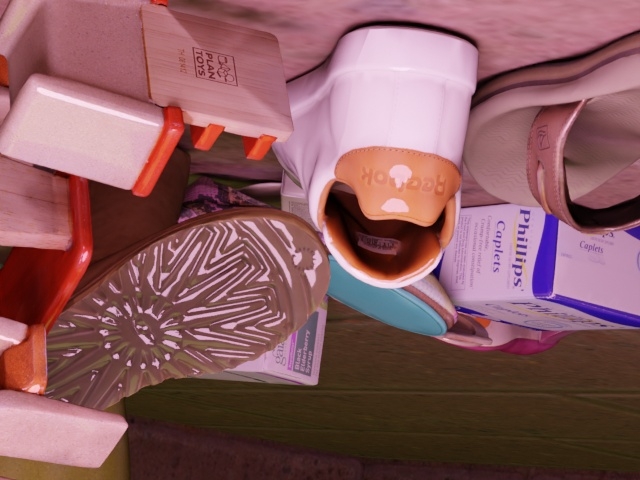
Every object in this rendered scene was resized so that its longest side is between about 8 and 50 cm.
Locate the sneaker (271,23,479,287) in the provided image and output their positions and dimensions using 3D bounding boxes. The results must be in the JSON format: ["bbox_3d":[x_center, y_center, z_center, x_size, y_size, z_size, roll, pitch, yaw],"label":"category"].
[{"bbox_3d":[0.020,-0.030,1.100,0.105,0.123,0.290,6,171,-4],"label":"sneaker"}]

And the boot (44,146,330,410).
[{"bbox_3d":[-0.106,-0.003,1.225,0.236,0.089,0.269,-22,-158,10],"label":"boot"}]

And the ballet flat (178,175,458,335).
[{"bbox_3d":[0.000,0.000,1.398,0.221,0.079,0.077,17,151,6],"label":"ballet flat"}]

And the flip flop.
[{"bbox_3d":[0.156,-0.046,1.023,0.112,0.080,0.277,11,169,-22],"label":"flip flop"}]

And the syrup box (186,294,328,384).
[{"bbox_3d":[-0.115,0.089,1.953,0.236,0.093,0.096,0,167,35],"label":"syrup box"}]

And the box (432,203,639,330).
[{"bbox_3d":[0.166,0.021,1.424,0.126,0.072,0.137,14,167,-38],"label":"box"}]

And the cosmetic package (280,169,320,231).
[{"bbox_3d":[0.004,-0.036,1.307,0.060,0.041,0.115,7,170,-1],"label":"cosmetic package"}]

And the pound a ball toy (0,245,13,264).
[{"bbox_3d":[-0.290,0.002,1.462,0.319,0.136,0.208,7,171,-7],"label":"pound a ball toy"}]

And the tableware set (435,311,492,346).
[{"bbox_3d":[0.060,0.031,1.498,0.141,0.020,0.169,16,-159,-9],"label":"tableware set"}]

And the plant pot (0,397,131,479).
[{"bbox_3d":[-0.318,0.184,2.058,0.274,0.294,0.275,7,171,1],"label":"plant pot"}]

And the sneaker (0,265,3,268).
[{"bbox_3d":[-0.280,0.036,1.851,0.212,0.080,0.094,1,156,40],"label":"sneaker"}]

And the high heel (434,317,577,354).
[{"bbox_3d":[0.124,0.061,1.662,0.244,0.082,0.117,-1,168,-42],"label":"high heel"}]

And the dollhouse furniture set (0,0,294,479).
[{"bbox_3d":[-0.133,-0.010,1.013,0.135,0.262,0.259,12,137,-25],"label":"dollhouse furniture set"}]

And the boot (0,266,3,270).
[{"bbox_3d":[-0.274,0.049,1.710,0.208,0.076,0.189,-33,-173,0],"label":"boot"}]
